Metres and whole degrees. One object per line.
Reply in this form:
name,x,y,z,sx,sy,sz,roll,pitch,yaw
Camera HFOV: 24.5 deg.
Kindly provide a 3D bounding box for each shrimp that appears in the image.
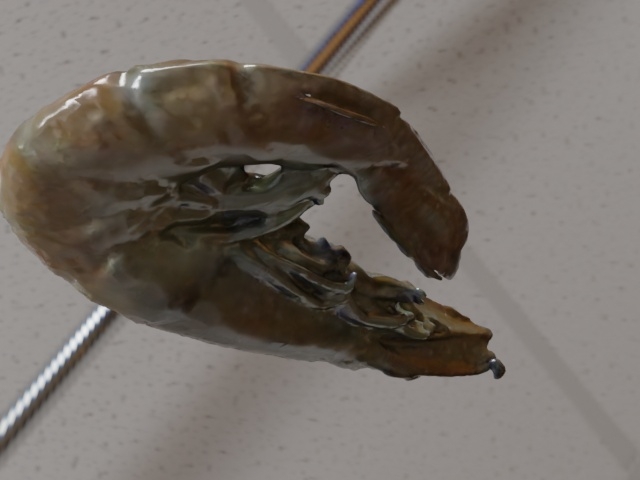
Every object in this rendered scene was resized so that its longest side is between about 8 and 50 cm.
shrimp,0.000,0.000,0.485,0.223,0.126,0.048,24,-133,-40
